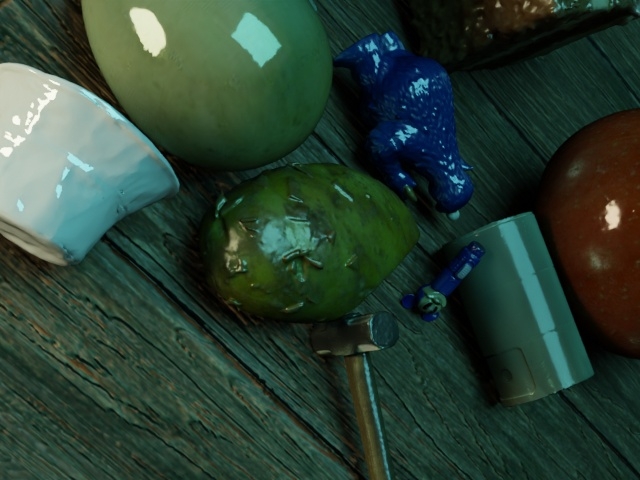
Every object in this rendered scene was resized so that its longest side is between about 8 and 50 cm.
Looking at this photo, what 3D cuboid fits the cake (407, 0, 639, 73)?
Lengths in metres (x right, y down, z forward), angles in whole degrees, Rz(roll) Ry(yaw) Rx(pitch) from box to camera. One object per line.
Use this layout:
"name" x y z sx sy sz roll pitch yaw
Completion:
"cake" 0.282 -0.385 1.352 0.290 0.282 0.256 -8 84 -44

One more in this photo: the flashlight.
"flashlight" 0.156 0.051 1.185 0.057 0.121 0.035 33 21 -23

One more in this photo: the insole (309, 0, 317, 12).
"insole" -0.065 -0.361 1.241 0.065 0.006 0.193 -40 99 -41

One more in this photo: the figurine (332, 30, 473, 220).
"figurine" 0.125 -0.151 1.231 0.262 0.120 0.164 52 46 -12

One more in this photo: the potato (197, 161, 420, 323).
"potato" 0.000 0.000 1.062 0.298 0.141 0.176 -11 89 -40

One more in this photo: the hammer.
"hammer" 0.070 0.259 1.056 0.043 0.111 0.366 -9 85 -38

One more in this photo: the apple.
"apple" 0.450 -0.010 1.300 0.348 0.276 0.349 29 50 -41

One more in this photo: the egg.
"egg" -0.124 -0.204 0.999 0.295 0.218 0.218 40 52 -3

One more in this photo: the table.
"table" 0.251 0.086 1.232 0.126 0.126 0.220 -16 82 -40

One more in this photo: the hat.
"hat" -0.244 -0.055 0.891 0.203 0.203 0.126 36 69 -22
